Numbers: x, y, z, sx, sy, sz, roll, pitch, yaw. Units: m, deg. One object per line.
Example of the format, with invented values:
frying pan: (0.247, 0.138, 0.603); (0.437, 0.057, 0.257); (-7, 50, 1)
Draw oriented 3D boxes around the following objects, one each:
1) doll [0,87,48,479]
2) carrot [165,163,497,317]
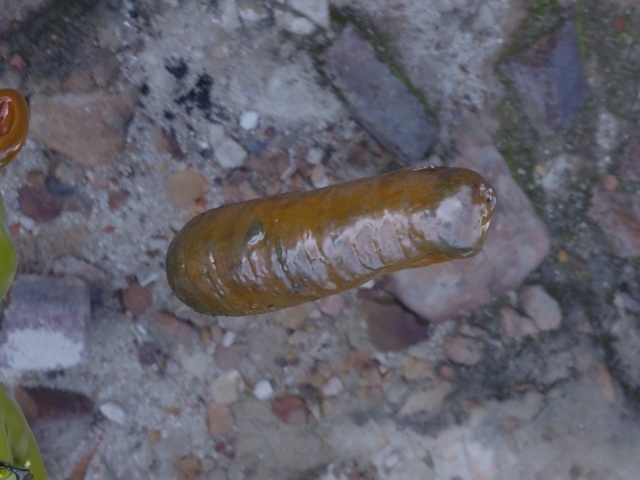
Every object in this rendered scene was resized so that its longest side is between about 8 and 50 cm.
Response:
doll: (-0.186, 0.020, 0.502); (0.143, 0.221, 0.135); (-17, 160, -4)
carrot: (0.000, 0.000, 0.540); (0.060, 0.186, 0.060); (24, 59, -50)
